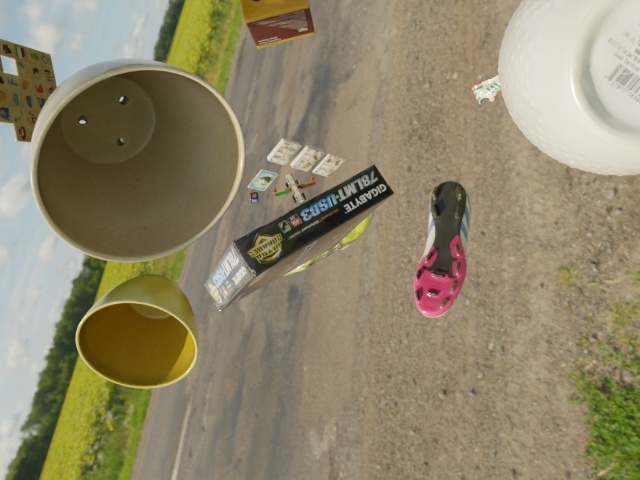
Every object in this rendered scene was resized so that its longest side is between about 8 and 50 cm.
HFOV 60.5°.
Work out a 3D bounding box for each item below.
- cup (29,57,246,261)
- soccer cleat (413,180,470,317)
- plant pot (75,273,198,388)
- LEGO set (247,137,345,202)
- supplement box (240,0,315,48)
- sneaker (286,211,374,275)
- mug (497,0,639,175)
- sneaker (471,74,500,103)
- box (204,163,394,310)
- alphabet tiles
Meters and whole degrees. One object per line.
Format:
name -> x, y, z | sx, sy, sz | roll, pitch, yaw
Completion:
cup -> -0.325, -0.164, 0.927 | 0.237, 0.331, 0.331 | 44, 117, 43
soccer cleat -> 0.305, 0.025, 1.305 | 0.116, 0.143, 0.331 | 7, 79, 27
plant pot -> -0.207, 0.094, 0.656 | 0.095, 0.134, 0.134 | -94, 28, -56
LEGO set -> -0.080, -0.168, 1.383 | 0.244, 0.182, 0.060 | -43, 48, 42
supplement box -> -0.128, -0.691, 1.631 | 0.194, 0.191, 0.129 | 39, -141, -83
sneaker -> 0.000, 0.000, 1.631 | 0.384, 0.145, 0.147 | -37, 5, 19
mug -> 0.391, -0.178, 0.650 | 0.276, 0.374, 0.328 | -42, 2, 23
sneaker -> 0.579, -0.502, 1.806 | 0.161, 0.057, 0.075 | -14, 98, 45
box -> -0.049, 0.005, 0.992 | 0.293, 0.073, 0.295 | -31, -5, -27
alphabet tiles -> -0.696, -0.348, 1.304 | 0.198, 0.009, 0.237 | -15, -84, -72
